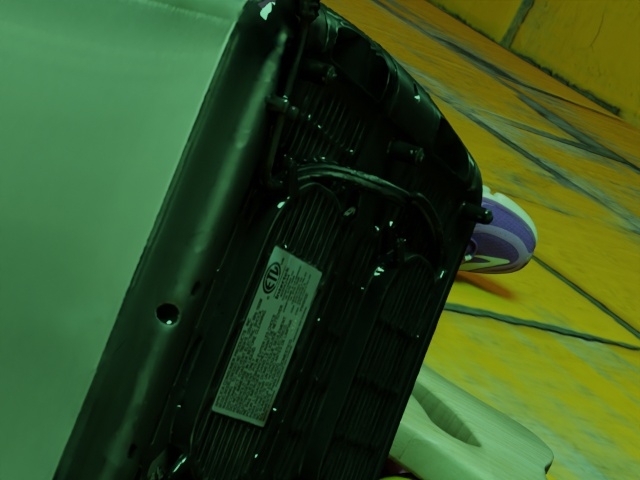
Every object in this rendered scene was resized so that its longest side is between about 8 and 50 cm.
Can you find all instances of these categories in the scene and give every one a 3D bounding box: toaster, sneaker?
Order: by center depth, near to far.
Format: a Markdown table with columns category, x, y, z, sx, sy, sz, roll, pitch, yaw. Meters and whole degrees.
| category | x | y | z | sx | sy | sz | roll | pitch | yaw |
| --- | --- | --- | --- | --- | --- | --- | --- | --- | --- |
| toaster | -0.040 | 0.013 | 0.424 | 0.110 | 0.186 | 0.168 | 19 | -5 | 24 |
| sneaker | 0.066 | -0.001 | 1.070 | 0.169 | 0.068 | 0.071 | 11 | 33 | -19 |

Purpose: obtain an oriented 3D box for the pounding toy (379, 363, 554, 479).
| category | x | y | z | sx | sy | sz | roll | pitch | yaw |
| --- | --- | --- | --- | --- | --- | --- | --- | --- | --- |
| pounding toy | -0.028 | 0.026 | 0.580 | 0.269 | 0.155 | 0.154 | 32 | 11 | 23 |
